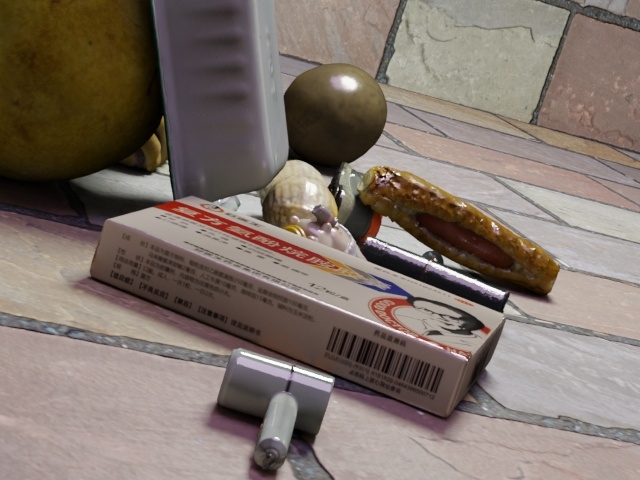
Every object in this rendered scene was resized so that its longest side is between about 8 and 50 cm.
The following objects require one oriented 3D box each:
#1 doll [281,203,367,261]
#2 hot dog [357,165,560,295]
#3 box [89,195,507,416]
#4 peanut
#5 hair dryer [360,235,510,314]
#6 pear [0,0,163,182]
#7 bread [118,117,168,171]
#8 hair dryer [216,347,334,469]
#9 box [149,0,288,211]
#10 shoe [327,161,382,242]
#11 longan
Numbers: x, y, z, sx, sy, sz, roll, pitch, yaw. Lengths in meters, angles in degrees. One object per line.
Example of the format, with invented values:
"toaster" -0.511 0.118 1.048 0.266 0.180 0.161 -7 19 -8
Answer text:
"doll" 0.000 0.000 1.563 0.127 0.084 0.073 -1 22 -37
"hot dog" 0.177 -0.014 1.817 0.289 0.068 0.083 26 26 -17
"box" -0.014 0.052 1.375 0.353 0.069 0.214 22 13 12
"peanut" -0.028 -0.043 1.709 0.087 0.087 0.207 16 13 -10
"hair dryer" 0.146 0.042 1.695 0.173 0.050 0.195 24 10 15
"pear" -0.301 -0.200 1.576 0.304 0.304 0.304 17 12 -4
"bread" -0.243 -0.153 1.891 0.134 0.081 0.225 17 16 1
"hair dryer" -0.037 0.129 1.063 0.082 0.047 0.137 17 20 -2
"box" -0.102 -0.181 1.609 0.106 0.337 0.264 -4 11 7
"shoe" 0.041 -0.042 1.857 0.077 0.074 0.194 29 14 -4
"longan" 0.019 -0.196 2.253 0.167 0.167 0.187 15 14 -14
